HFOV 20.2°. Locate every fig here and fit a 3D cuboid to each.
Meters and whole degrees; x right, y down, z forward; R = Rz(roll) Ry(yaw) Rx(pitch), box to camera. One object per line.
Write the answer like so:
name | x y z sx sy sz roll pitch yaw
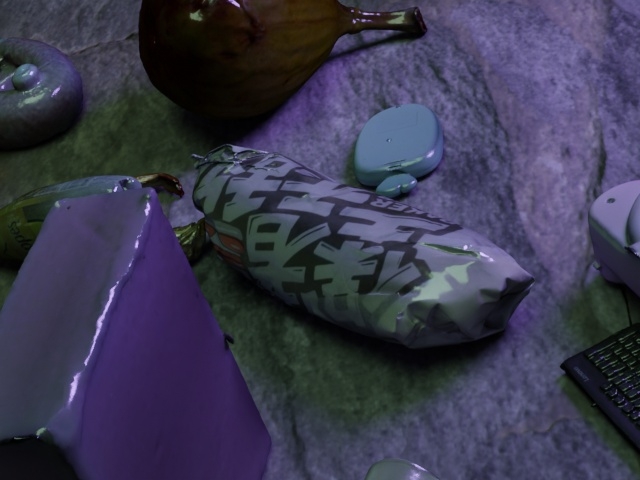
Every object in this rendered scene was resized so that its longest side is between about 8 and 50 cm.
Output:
fig | -0.035 -0.231 1.993 0.320 0.217 0.217 1 30 -19

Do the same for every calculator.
calculator | 0.080 -0.094 1.850 0.095 0.021 0.153 -12 33 13

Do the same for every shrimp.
shrimp | -0.187 -0.032 1.901 0.091 0.025 0.127 -16 39 0

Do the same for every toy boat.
toy boat | -0.375 -0.189 2.151 0.155 0.085 0.227 -35 38 -20

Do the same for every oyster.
oyster | -0.154 0.009 1.831 0.083 0.038 0.081 -14 26 44

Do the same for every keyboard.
keyboard | 0.284 0.146 1.435 0.087 0.017 0.250 -26 36 -10

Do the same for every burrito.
burrito | 0.000 0.000 1.701 0.445 0.101 0.139 24 60 43

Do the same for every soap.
soap | -0.150 0.157 1.405 0.107 0.296 0.285 -10 35 20

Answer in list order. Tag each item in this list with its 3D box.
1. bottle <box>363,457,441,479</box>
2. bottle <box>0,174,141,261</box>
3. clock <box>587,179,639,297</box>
bottle | 0.034 0.261 1.362 0.072 0.072 0.201 1 41 28
bottle | -0.298 -0.011 1.881 0.269 0.083 0.083 -11 35 33
clock | 0.376 -0.009 1.533 0.247 0.090 0.227 -25 36 -9
